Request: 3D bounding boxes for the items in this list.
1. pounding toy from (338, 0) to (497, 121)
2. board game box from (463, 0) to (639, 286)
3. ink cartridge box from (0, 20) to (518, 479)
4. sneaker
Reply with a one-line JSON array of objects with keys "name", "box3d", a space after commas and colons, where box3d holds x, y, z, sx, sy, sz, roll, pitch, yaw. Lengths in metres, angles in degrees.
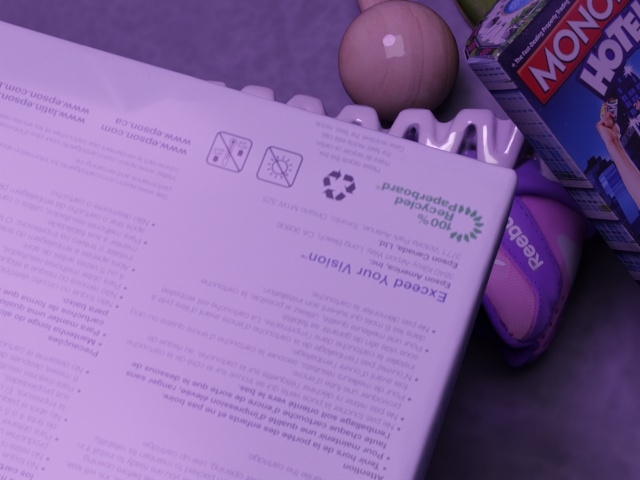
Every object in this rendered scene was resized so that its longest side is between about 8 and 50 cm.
[{"name": "pounding toy", "box3d": [0.108, -0.161, 0.808, 0.236, 0.110, 0.183, -14, 63, 5]}, {"name": "board game box", "box3d": [0.136, -0.093, 0.719, 0.194, 0.060, 0.194, -47, 108, -22]}, {"name": "ink cartridge box", "box3d": [-0.071, 0.046, 0.632, 0.223, 0.045, 0.224, 18, 64, 11]}, {"name": "sneaker", "box3d": [0.000, 0.000, 0.769, 0.236, 0.095, 0.105, 5, 74, 13]}]
